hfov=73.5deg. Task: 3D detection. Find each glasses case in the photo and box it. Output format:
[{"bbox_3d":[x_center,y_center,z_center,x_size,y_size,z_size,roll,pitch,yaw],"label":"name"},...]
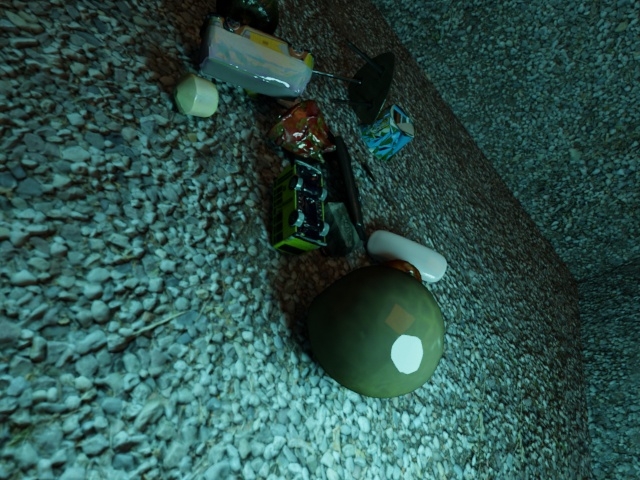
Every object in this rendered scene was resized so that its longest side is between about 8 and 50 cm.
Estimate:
[{"bbox_3d":[0.310,0.054,1.559,0.296,0.075,0.113,24,63,13],"label":"glasses case"}]

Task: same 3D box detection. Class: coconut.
[{"bbox_3d":[-0.372,-0.422,1.251,0.122,0.116,0.116,0,64,-51],"label":"coconut"}]

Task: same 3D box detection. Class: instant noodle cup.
[{"bbox_3d":[0.320,-0.506,1.989,0.240,0.178,0.240,26,48,-32],"label":"instant noodle cup"}]

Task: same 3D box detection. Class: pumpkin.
[{"bbox_3d":[-0.269,-0.832,1.563,0.238,0.238,0.159,38,46,-21],"label":"pumpkin"}]

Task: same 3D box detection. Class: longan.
[{"bbox_3d":[0.154,0.234,1.174,0.404,0.336,0.404,13,23,-6],"label":"longan"}]

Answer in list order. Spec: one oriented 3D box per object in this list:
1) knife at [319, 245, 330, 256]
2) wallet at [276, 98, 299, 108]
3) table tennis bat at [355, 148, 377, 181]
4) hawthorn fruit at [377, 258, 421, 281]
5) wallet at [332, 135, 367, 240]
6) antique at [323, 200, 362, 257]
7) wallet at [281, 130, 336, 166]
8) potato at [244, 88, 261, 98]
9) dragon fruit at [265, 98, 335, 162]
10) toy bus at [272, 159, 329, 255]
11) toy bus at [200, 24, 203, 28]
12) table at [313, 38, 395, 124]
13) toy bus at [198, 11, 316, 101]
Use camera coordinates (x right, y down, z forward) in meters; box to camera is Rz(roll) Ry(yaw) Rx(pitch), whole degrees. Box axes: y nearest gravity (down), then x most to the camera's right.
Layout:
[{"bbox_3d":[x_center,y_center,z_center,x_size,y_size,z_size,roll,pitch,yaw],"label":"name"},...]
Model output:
[{"bbox_3d":[0.000,0.000,1.420,0.031,0.018,0.121,-7,69,-41],"label":"knife"},{"bbox_3d":[-0.139,-0.589,1.682,0.124,0.032,0.183,14,53,-40],"label":"wallet"},{"bbox_3d":[0.149,-0.281,1.788,0.170,0.119,0.107,52,4,-37],"label":"table tennis bat"},{"bbox_3d":[0.259,0.147,1.459,0.173,0.179,0.174,3,87,-53],"label":"hawthorn fruit"},{"bbox_3d":[0.114,-0.183,1.573,0.197,0.051,0.378,54,23,-66],"label":"wallet"},{"bbox_3d":[0.054,-0.043,1.453,0.088,0.086,0.183,-7,69,-49],"label":"antique"},{"bbox_3d":[-0.030,-0.363,1.624,0.318,0.045,0.172,-28,81,-50],"label":"wallet"},{"bbox_3d":[-0.233,-0.569,1.543,0.096,0.066,0.103,-25,85,-48],"label":"potato"},{"bbox_3d":[-0.027,-0.381,1.507,0.211,0.134,0.262,49,42,-4],"label":"dragon fruit"},{"bbox_3d":[-0.069,-0.097,1.310,0.128,0.150,0.262,20,55,-38],"label":"toy bus"},{"bbox_3d":[-0.330,-0.717,1.536,0.190,0.075,0.064,38,42,-23],"label":"toy bus"},{"bbox_3d":[0.141,-0.719,1.869,0.249,0.317,0.318,7,59,-35],"label":"table"},{"bbox_3d":[-0.212,-0.589,1.435,0.386,0.171,0.163,11,88,-26],"label":"toy bus"}]
